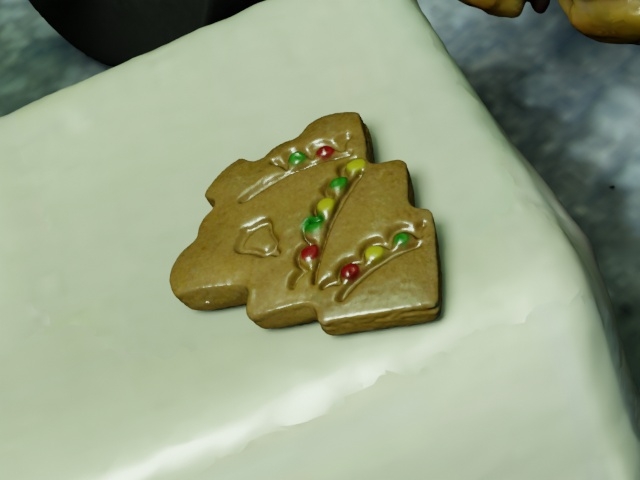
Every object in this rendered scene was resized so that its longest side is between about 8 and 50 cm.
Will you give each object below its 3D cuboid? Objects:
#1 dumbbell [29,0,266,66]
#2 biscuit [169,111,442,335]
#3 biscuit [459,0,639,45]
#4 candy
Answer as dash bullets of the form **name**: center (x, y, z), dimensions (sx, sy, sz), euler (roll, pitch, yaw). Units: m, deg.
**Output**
- **dumbbell**: center (-0.138, -0.112, 0.746), dimensions (0.152, 0.152, 0.218), euler (27, 46, 34)
- **biscuit**: center (0.000, 0.000, 0.545), dimensions (0.082, 0.016, 0.092), euler (-42, 49, -16)
- **biscuit**: center (0.165, -0.140, 0.690), dimensions (0.334, 0.081, 0.289), euler (3, 32, -1)
- **candy**: center (-0.083, 0.064, 0.630), dimensions (0.358, 0.145, 0.208), euler (-22, 49, 1)
